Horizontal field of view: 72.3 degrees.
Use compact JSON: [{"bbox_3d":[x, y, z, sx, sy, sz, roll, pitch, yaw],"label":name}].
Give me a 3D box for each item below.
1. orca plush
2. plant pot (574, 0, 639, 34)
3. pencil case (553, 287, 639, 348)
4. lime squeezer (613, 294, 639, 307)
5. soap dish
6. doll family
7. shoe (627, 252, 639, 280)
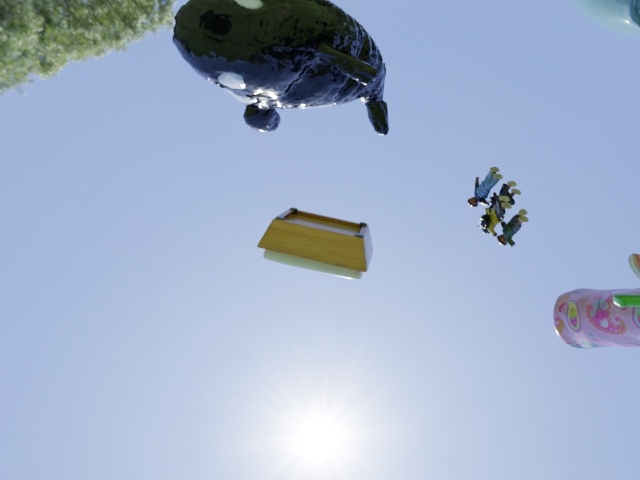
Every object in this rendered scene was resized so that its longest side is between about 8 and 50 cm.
[{"bbox_3d":[0.011,-0.150,0.419,0.102,0.287,0.151,38,-77,31],"label":"orca plush"},{"bbox_3d":[0.656,-0.523,0.849,0.289,0.290,0.196,7,-124,8],"label":"plant pot"},{"bbox_3d":[0.529,0.131,0.724,0.124,0.284,0.124,2,-100,-14],"label":"pencil case"},{"bbox_3d":[0.562,0.067,0.552,0.310,0.110,0.059,-15,-89,2],"label":"lime squeezer"},{"bbox_3d":[0.000,0.000,1.197,0.290,0.229,0.118,13,-75,8],"label":"soap dish"},{"bbox_3d":[0.389,-0.072,0.980,0.075,0.111,0.193,10,-127,-4],"label":"doll family"},{"bbox_3d":[0.850,0.085,1.095,0.063,0.081,0.178,20,-137,-15],"label":"shoe"}]
